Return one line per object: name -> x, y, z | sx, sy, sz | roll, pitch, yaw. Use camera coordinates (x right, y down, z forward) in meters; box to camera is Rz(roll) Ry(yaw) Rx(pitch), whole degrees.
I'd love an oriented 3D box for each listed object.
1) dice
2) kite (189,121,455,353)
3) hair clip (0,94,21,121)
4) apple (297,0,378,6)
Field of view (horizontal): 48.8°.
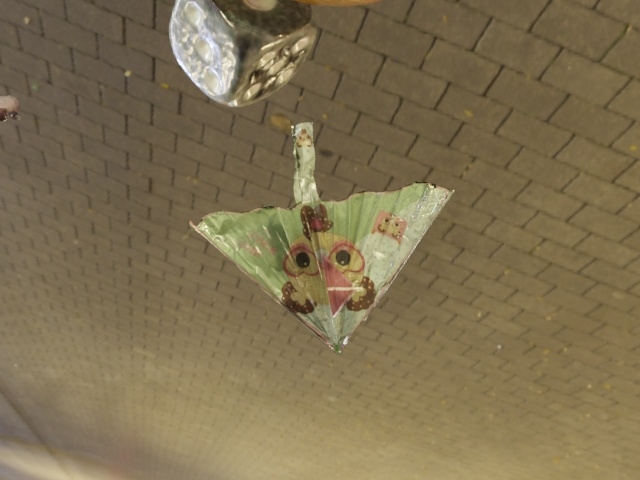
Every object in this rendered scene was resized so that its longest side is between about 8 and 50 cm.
dice -> -0.131, -0.349, 1.183 | 0.182, 0.181, 0.183 | 50, 143, 10
kite -> 0.000, 0.000, 0.802 | 0.322, 0.268, 0.013 | -8, -172, 21
hair clip -> -0.266, -0.036, 0.318 | 0.137, 0.278, 0.090 | -14, 115, 31
apple -> 0.000, -0.494, 0.852 | 0.333, 0.401, 0.400 | 11, 159, -31
